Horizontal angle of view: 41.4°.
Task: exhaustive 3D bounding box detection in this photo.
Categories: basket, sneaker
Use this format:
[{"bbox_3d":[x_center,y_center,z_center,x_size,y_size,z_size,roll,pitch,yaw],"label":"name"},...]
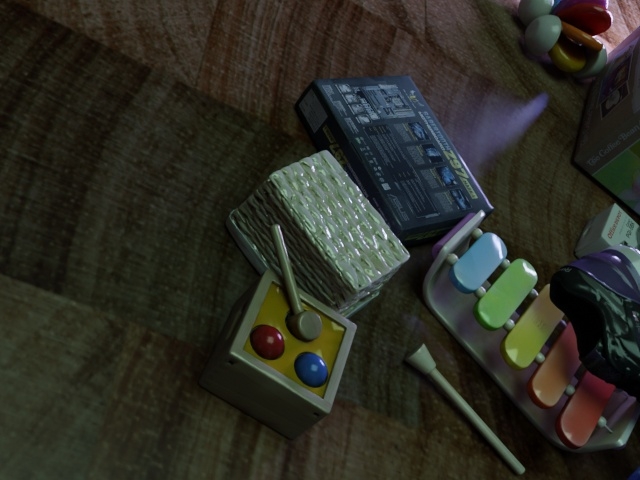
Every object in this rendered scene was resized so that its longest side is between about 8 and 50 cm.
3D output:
[{"bbox_3d":[0.000,0.000,0.908,0.113,0.103,0.167,-30,79,-44],"label":"basket"},{"bbox_3d":[0.358,0.147,0.963,0.124,0.107,0.283,-16,65,-27],"label":"sneaker"}]

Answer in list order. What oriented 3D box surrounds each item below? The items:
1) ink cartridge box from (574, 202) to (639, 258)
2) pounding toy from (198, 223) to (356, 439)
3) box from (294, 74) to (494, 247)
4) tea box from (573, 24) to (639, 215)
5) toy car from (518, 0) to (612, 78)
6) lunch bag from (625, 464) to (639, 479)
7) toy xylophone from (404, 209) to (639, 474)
[{"bbox_3d":[0.453,0.026,1.251,0.135,0.056,0.099,42,45,-3],"label":"ink cartridge box"},{"bbox_3d":[-0.036,0.087,0.819,0.130,0.100,0.141,33,45,-12],"label":"pounding toy"},{"bbox_3d":[0.096,-0.106,1.088,0.183,0.059,0.233,-13,67,-41],"label":"box"},{"bbox_3d":[0.634,-0.188,1.424,0.323,0.220,0.329,36,45,-8],"label":"tea box"},{"bbox_3d":[0.449,-0.388,1.497,0.159,0.136,0.182,19,50,-24],"label":"toy car"},{"bbox_3d":[0.337,0.366,0.665,0.385,0.239,0.328,-19,73,-41],"label":"lunch bag"},{"bbox_3d":[0.236,0.130,0.999,0.322,0.081,0.236,42,44,-2],"label":"toy xylophone"}]
